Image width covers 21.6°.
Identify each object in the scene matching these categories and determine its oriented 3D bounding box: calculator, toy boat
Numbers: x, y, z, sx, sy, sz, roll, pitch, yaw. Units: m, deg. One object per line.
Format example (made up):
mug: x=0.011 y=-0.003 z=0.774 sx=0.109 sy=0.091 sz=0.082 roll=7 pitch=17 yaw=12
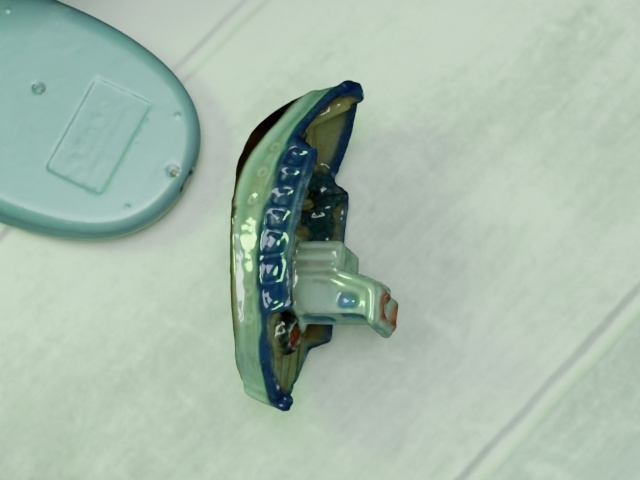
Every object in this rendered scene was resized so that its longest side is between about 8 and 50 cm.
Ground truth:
calculator: x=-0.242 y=-0.109 z=1.361 sx=0.303 sy=0.042 sz=0.188 roll=24 pitch=77 yaw=8
toy boat: x=0.000 y=0.000 z=1.269 sx=0.115 sy=0.114 sz=0.262 roll=-5 pitch=69 yaw=16
